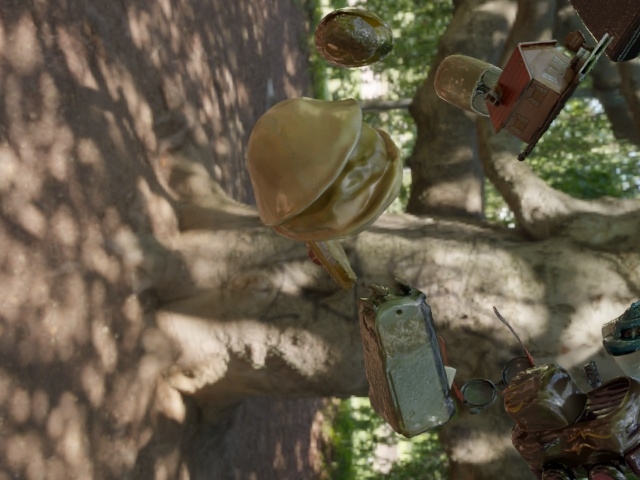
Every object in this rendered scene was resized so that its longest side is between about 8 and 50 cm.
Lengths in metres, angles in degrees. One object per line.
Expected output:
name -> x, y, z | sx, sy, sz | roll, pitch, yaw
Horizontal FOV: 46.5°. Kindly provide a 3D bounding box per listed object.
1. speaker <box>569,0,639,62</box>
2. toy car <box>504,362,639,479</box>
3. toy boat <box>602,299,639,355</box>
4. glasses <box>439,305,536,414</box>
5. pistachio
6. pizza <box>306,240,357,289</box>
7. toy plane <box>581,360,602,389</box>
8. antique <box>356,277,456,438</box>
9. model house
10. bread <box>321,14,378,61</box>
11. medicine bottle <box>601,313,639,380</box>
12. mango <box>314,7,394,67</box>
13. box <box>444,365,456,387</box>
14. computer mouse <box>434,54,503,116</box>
speaker -> 0.849, -0.652, 2.065 | 0.388, 0.184, 0.180 | -98, -156, -44
toy car -> 0.564, 0.383, 1.610 | 0.271, 0.340, 0.240 | -36, 97, -45
toy boat -> 0.738, 0.146, 1.626 | 0.092, 0.298, 0.134 | 64, -12, -3
glasses -> 0.454, 0.335, 2.036 | 0.268, 0.234, 0.118 | 55, 11, -38
pistachio -> -0.001, -0.111, 1.165 | 0.238, 0.229, 0.321 | -57, -155, -5
pizza -> 0.000, 0.000, 1.507 | 0.188, 0.062, 0.199 | 56, 11, -33
toy plane -> 0.686, 0.361, 1.849 | 0.060, 0.037, 0.145 | 40, 33, -51
antique -> 0.157, 0.218, 1.445 | 0.150, 0.125, 0.284 | -154, -131, -65
model house -> 0.463, -0.335, 1.588 | 0.207, 0.154, 0.294 | -51, 171, -28
bread -> 0.063, -0.392, 1.420 | 0.113, 0.082, 0.060 | 24, 68, -36
medicine bottle -> 1.119, 0.339, 2.534 | 0.238, 0.232, 0.238 | 39, 31, -29
mango -> 0.074, -0.460, 1.698 | 0.254, 0.175, 0.139 | -98, -177, -75
box -> 0.256, 0.333, 1.743 | 0.167, 0.024, 0.090 | 20, 87, -47
computer mouse -> 0.434, -0.445, 2.129 | 0.082, 0.236, 0.145 | -3, 121, -59
